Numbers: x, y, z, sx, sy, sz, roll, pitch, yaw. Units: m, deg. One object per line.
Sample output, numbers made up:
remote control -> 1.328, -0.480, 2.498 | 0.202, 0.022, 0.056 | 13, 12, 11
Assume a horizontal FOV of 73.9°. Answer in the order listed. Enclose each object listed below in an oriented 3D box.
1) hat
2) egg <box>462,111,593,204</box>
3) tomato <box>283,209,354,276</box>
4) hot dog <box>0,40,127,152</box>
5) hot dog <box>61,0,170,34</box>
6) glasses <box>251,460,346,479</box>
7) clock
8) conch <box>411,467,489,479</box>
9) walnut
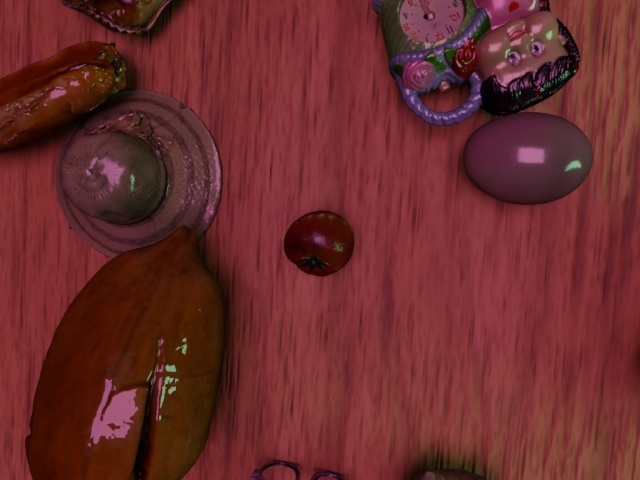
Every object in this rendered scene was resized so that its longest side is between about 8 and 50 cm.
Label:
hat -> -0.264, -0.083, 0.546 | 0.251, 0.110, 0.252 | 0, 92, 7
egg -> 0.232, -0.092, 0.483 | 0.134, 0.103, 0.103 | 7, 93, 12
tomato -> 0.000, 0.000, 0.530 | 0.087, 0.087, 0.075 | 16, 51, 6
hot dog -> -0.375, -0.182, 0.560 | 0.268, 0.115, 0.072 | -17, 132, 11
hot dog -> -0.227, -0.390, 0.542 | 0.162, 0.082, 0.270 | 42, 96, 2
glasses -> -0.028, 0.361, 0.559 | 0.139, 0.062, 0.104 | 10, 95, 8
clock -> 0.174, -0.231, 0.490 | 0.193, 0.100, 0.196 | -23, 87, 12
conch -> 0.162, 0.333, 0.513 | 0.135, 0.102, 0.153 | -26, 122, -3
walnut -> -0.213, 0.142, 0.511 | 0.208, 0.209, 0.337 | 14, 82, 7
